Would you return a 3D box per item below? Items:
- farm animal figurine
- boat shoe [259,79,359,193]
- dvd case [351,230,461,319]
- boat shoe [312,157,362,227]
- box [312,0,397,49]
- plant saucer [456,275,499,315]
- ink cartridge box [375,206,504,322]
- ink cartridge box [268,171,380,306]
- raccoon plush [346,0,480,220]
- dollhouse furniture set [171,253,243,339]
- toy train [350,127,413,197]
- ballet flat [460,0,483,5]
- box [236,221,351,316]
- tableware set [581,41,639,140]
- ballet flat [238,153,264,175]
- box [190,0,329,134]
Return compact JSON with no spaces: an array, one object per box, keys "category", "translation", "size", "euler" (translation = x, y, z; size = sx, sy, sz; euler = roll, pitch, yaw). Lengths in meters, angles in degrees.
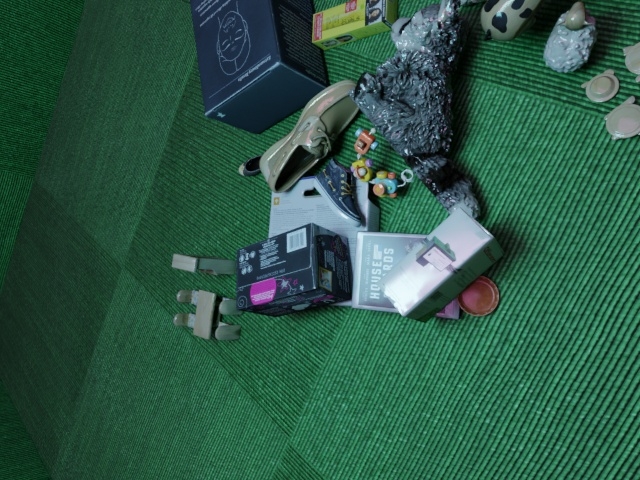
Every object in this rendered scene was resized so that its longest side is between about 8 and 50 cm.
[{"category":"farm animal figurine","translation":[0.373,-0.497,0.878],"size":[0.330,0.172,0.326],"euler":[32,132,19]},{"category":"boat shoe","translation":[-0.012,-0.255,1.281],"size":[0.341,0.122,0.110],"euler":[-44,48,21]},{"category":"dvd case","translation":[0.191,0.073,1.113],"size":[0.239,0.029,0.179],"euler":[3,87,20]},{"category":"boat shoe","translation":[0.054,-0.116,1.188],"size":[0.083,0.065,0.183],"euler":[-52,56,21]},{"category":"box","translation":[0.086,-0.567,1.298],"size":[0.232,0.058,0.087],"euler":[1,86,39]},{"category":"plant saucer","translation":[0.325,0.115,1.040],"size":[0.084,0.013,0.083],"euler":[-3,80,17]},{"category":"ink cartridge box","translation":[0.239,0.055,0.992],"size":[0.219,0.160,0.092],"euler":[-44,62,10]},{"category":"ink cartridge box","translation":[0.000,0.000,1.296],"size":[0.324,0.071,0.330],"euler":[-1,81,38]},{"category":"raccoon plush","translation":[0.279,-0.292,1.085],"size":[0.299,0.216,0.446],"euler":[-40,91,13]},{"category":"dollhouse furniture set","translation":[-0.357,0.169,1.501],"size":[0.212,0.161,0.242],"euler":[7,89,39]},{"category":"toy train","translation":[0.123,-0.167,1.134],"size":[0.166,0.046,0.125],"euler":[45,138,7]},{"category":"ballet flat","translation":[0.307,-0.570,1.119],"size":[0.086,0.086,0.248],"euler":[-54,55,21]},{"category":"box","translation":[-0.067,0.077,1.197],"size":[0.247,0.142,0.163],"euler":[-18,64,34]},{"category":"tableware set","translation":[0.566,-0.270,0.903],"size":[0.141,0.020,0.168],"euler":[-29,66,31]},{"category":"ballet flat","translation":[-0.182,-0.230,1.480],"size":[0.173,0.049,0.057],"euler":[-13,76,37]},{"category":"box","translation":[-0.176,-0.554,1.410],"size":[0.294,0.212,0.395],"euler":[-20,72,35]}]
